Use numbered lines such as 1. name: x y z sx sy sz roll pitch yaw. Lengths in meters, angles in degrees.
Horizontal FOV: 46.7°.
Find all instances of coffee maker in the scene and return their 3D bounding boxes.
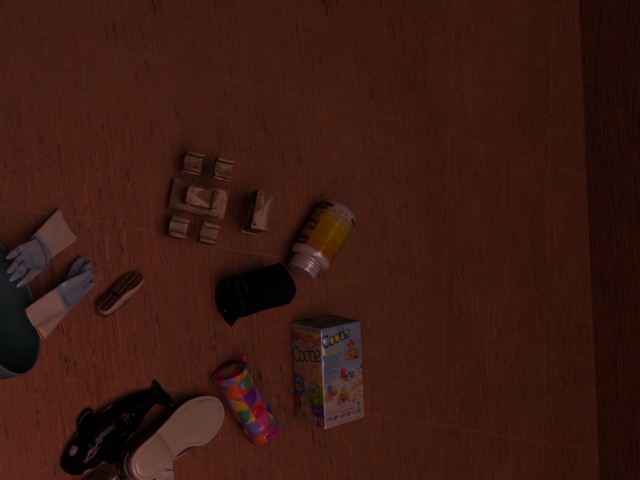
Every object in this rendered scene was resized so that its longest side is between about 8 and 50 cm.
1. coffee maker: -0.154 0.131 1.895 0.178 0.171 0.120 -17 87 -37

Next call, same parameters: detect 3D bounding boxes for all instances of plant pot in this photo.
1. plant pot: -0.706 0.151 1.439 0.196 0.290 0.290 -19 108 1

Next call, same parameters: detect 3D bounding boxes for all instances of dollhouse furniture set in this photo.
1. dollhouse furniture set: -0.255 -0.091 1.852 0.242 0.161 0.212 12 85 -15

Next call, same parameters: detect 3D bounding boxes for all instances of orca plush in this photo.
1. orca plush: -0.459 0.448 1.725 0.287 0.102 0.151 -22 106 -35

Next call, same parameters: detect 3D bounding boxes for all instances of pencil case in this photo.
1. pencil case: -0.189 0.419 1.935 0.104 0.104 0.236 -35 115 -30

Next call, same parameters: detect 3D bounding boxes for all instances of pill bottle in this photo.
1. pill bottle: 0.000 0.000 2.036 0.117 0.117 0.214 44 67 -31

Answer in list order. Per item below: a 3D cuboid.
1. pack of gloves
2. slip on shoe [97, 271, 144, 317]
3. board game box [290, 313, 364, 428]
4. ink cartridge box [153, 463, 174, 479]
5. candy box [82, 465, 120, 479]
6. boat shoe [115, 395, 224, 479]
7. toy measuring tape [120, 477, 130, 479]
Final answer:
1. pack of gloves: -0.562 0.065 1.588 0.232 0.046 0.195 -64 138 -56
2. slip on shoe: -0.466 0.129 1.739 0.135 0.052 0.041 -51 161 -32
3. board game box: 0.019 0.358 2.059 0.144 0.142 0.275 -7 97 -37
4. ink cartridge box: -0.391 0.570 1.832 0.048 0.028 0.083 -9 99 -36
5. candy box: -0.569 0.682 1.666 0.317 0.088 0.182 -33 113 -31
6. boat shoe: -0.363 0.477 1.804 0.319 0.099 0.116 -32 98 -52
7. toy measuring tape: -0.355 0.664 1.831 0.330 0.121 0.121 48 65 -14
